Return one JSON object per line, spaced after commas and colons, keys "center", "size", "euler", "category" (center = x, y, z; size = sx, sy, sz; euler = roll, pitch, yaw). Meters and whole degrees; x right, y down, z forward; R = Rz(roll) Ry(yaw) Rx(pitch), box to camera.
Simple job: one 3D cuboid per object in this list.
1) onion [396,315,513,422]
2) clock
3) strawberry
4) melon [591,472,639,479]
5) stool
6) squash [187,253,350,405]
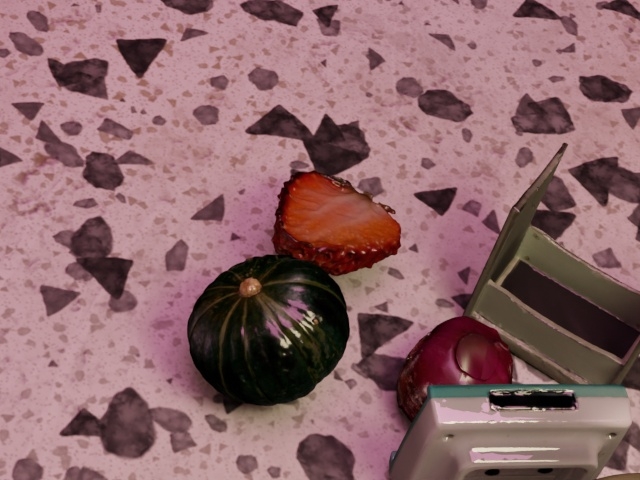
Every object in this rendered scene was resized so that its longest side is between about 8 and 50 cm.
{"center": [0.210, 0.192, 1.931], "size": [0.198, 0.135, 0.173], "euler": [28, 54, 7], "category": "onion"}
{"center": [0.240, 0.278, 1.810], "size": [0.262, 0.231, 0.116], "euler": [0, 56, -13], "category": "clock"}
{"center": [0.000, 0.000, 2.031], "size": [0.190, 0.111, 0.236], "euler": [37, 31, 15], "category": "strawberry"}
{"center": [0.409, 0.417, 1.715], "size": [0.330, 0.268, 0.268], "euler": [16, 49, -16], "category": "melon"}
{"center": [0.368, 0.051, 1.991], "size": [0.244, 0.269, 0.170], "euler": [32, 52, 12], "category": "stool"}
{"center": [-0.068, 0.118, 1.891], "size": [0.218, 0.172, 0.218], "euler": [-22, 27, 12], "category": "squash"}
